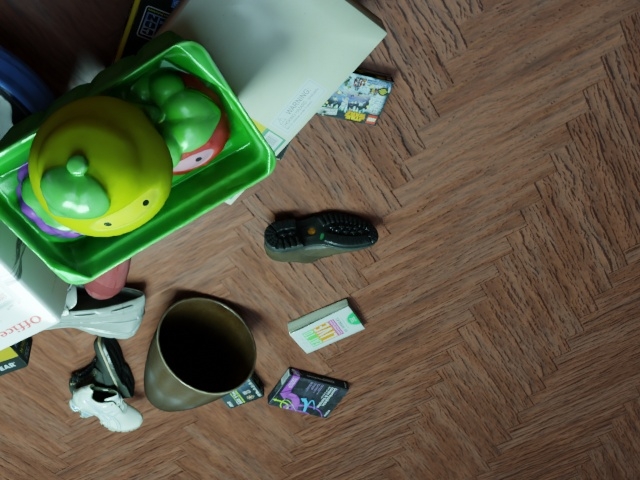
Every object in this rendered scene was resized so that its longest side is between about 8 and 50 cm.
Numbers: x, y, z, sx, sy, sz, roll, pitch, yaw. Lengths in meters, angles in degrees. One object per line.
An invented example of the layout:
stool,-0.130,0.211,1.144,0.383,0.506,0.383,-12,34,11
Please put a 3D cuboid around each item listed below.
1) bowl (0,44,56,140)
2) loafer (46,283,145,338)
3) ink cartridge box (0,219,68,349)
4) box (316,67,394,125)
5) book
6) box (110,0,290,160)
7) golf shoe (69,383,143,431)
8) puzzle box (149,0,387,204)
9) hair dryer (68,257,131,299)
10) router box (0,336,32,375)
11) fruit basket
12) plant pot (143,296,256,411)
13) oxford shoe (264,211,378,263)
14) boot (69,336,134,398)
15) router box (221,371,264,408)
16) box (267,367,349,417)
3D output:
bowl,-0.592,-0.143,1.269,0.391,0.077,0.391,-5,131,-5
loafer,-0.503,0.116,1.610,0.320,0.112,0.111,8,124,-26
ink cartridge box,-0.568,0.046,1.300,0.207,0.117,0.283,-25,126,11
box,0.048,-0.256,1.432,0.137,0.027,0.094,9,129,-17
book,0.013,0.190,1.810,0.144,0.035,0.096,-25,134,10
box,-0.163,-0.290,1.335,0.322,0.079,0.257,16,124,-22
golf shoe,-0.449,0.360,1.777,0.176,0.069,0.086,28,130,-34
puzzle box,-0.132,-0.259,1.282,0.272,0.052,0.409,30,120,-30
hair dryer,-0.437,0.047,1.424,0.294,0.080,0.223,-29,147,12
router box,-0.781,0.200,1.644,0.309,0.081,0.243,-20,130,7
fruit basket,-0.265,-0.095,1.102,0.392,0.392,0.283,-25,129,11
plant pot,-0.280,0.268,1.728,0.215,0.215,0.230,18,139,-23
oxford shoe,0.000,0.000,1.623,0.227,0.082,0.096,-2,150,-8
boot,-0.495,0.283,1.775,0.137,0.076,0.197,-6,130,2
router box,-0.194,0.326,1.882,0.092,0.038,0.122,-21,131,9
box,-0.029,0.363,1.950,0.162,0.029,0.116,17,125,-24
